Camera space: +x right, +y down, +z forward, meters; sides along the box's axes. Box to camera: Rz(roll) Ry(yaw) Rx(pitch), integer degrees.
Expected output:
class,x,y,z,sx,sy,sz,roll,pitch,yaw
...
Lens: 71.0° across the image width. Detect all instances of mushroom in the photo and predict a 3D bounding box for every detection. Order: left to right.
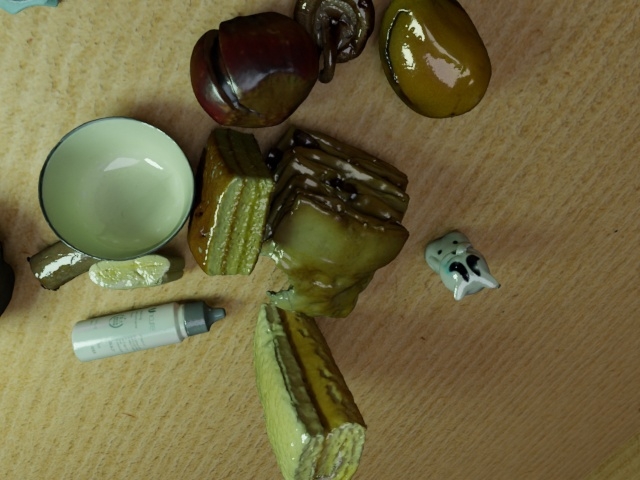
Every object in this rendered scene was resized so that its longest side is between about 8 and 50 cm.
class,x,y,z,sx,sy,sz,roll,pitch,yaw
mushroom,0.020,-0.349,0.749,0.135,0.080,0.171,11,119,-5

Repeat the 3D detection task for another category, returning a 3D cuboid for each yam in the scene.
class,x,y,z,sx,sy,sz,roll,pitch,yaw
yam,-0.480,0.035,0.865,0.127,0.084,0.084,-28,123,-1

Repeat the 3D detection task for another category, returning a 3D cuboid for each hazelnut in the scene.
class,x,y,z,sx,sy,sz,roll,pitch,yaw
hazelnut,-0.101,-0.273,0.721,0.203,0.178,0.178,-21,125,24

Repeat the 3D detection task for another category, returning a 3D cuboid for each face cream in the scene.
class,x,y,z,sx,sy,sz,roll,pitch,yaw
face cream,-0.361,0.188,0.974,0.311,0.092,0.092,-10,122,-6

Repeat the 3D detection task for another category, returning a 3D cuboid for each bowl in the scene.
class,x,y,z,sx,sy,sz,roll,pitch,yaw
bowl,-0.332,-0.076,0.773,0.237,0.126,0.238,1,82,-10

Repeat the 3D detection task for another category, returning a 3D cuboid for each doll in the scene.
class,x,y,z,sx,sy,sz,roll,pitch,yaw
doll,0.307,0.052,1.005,0.110,0.181,0.107,-27,110,5

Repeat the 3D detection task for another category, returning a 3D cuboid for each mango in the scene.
class,x,y,z,sx,sy,sz,roll,pitch,yaw
mango,0.193,-0.317,0.776,0.166,0.136,0.236,-31,117,10

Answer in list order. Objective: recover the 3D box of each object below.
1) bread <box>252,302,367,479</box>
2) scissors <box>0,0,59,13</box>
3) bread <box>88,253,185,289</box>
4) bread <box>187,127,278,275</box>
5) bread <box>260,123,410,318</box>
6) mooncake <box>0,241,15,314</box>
class,x,y,z,sx,sy,sz,roll,pitch,yaw
bread,-0.048,0.324,0.964,0.164,0.375,0.237,-5,125,-20
scissors,-0.492,-0.446,0.549,0.360,0.029,0.191,23,115,-40
bread,-0.337,0.058,0.854,0.139,0.178,0.060,-6,89,-6
bread,-0.163,-0.074,0.776,0.110,0.234,0.184,9,117,-24
bread,0.000,0.000,0.889,0.313,0.192,0.370,17,117,-22
mooncake,-0.706,0.073,0.789,0.305,0.154,0.306,-6,121,-11
